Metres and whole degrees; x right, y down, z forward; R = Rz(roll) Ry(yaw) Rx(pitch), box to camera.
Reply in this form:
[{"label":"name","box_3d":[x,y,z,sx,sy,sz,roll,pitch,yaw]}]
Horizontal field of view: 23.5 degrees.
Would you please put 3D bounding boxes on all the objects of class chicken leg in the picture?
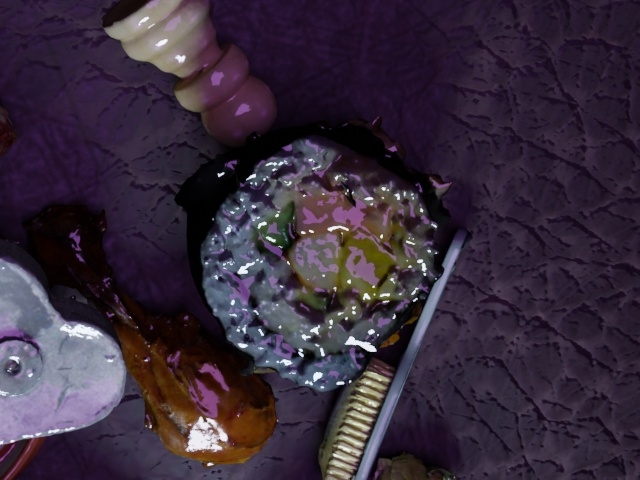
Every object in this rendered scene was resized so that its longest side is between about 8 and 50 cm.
[{"label":"chicken leg","box_3d":[-0.161,0.091,1.399,0.113,0.093,0.304,-40,102,11]}]

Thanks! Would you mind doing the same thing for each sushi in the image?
[{"label":"sushi","box_3d":[0.001,-0.001,1.359,0.238,0.219,0.225,-26,97,19]}]

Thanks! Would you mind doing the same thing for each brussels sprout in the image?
[{"label":"brussels sprout","box_3d":[0.097,0.246,1.496,0.085,0.058,0.085,-9,109,-27]}]

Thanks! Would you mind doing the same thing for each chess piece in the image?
[{"label":"chess piece","box_3d":[-0.106,-0.156,1.368,0.094,0.094,0.170,-41,114,-3]}]

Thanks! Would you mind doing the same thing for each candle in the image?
[{"label":"candle","box_3d":[-0.269,0.101,1.307,0.192,0.068,0.168,40,91,-19]}]

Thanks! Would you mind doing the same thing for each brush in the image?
[{"label":"brush","box_3d":[0.062,0.117,1.468,0.060,0.068,0.297,23,91,7]}]

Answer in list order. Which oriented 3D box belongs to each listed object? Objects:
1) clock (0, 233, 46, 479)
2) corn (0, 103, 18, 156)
[{"label":"clock","box_3d":[-0.385,0.114,1.352,0.318,0.080,0.319,-5,107,-17]},{"label":"corn","box_3d":[-0.353,-0.162,1.315,0.079,0.079,0.237,-39,111,-3]}]
